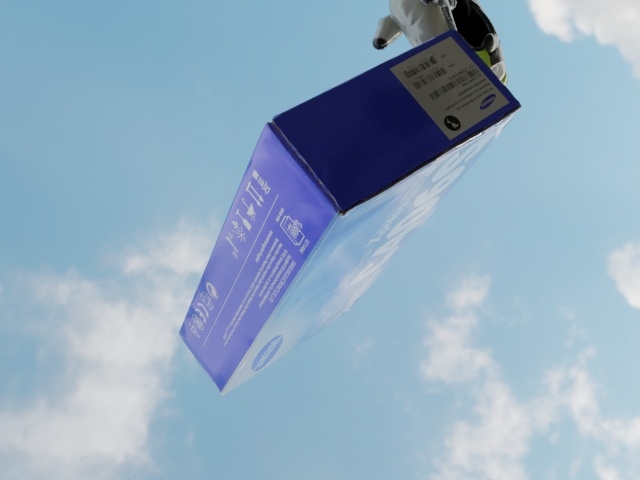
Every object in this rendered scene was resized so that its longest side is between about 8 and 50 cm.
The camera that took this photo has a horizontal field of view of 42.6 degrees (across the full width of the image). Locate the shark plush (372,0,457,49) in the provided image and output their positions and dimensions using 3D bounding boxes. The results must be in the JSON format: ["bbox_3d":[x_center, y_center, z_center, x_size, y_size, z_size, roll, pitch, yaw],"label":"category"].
[{"bbox_3d":[0.087,-0.205,0.698,0.067,0.073,0.161,22,-138,-26],"label":"shark plush"}]

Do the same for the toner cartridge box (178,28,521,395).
[{"bbox_3d":[0.000,0.000,0.639,0.165,0.348,0.075,-30,-104,-29],"label":"toner cartridge box"}]

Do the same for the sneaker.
[{"bbox_3d":[0.153,-0.245,0.902,0.084,0.097,0.235,-17,-132,0],"label":"sneaker"}]
